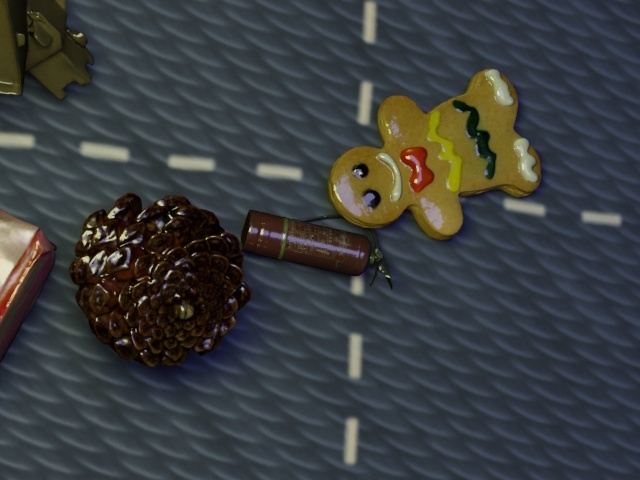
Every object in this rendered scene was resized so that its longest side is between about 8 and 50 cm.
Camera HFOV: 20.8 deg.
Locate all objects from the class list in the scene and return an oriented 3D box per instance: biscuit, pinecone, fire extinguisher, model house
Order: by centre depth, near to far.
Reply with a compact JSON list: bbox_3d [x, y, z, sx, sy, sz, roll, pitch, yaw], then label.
[{"bbox_3d":[-0.328,-0.215,1.642,0.204,0.211,0.243,-30,126,22],"label":"model house"},{"bbox_3d":[-0.163,0.028,1.650,0.163,0.165,0.163,-15,120,-29],"label":"pinecone"},{"bbox_3d":[0.000,0.000,1.753,0.157,0.045,0.078,12,57,-12],"label":"fire extinguisher"},{"bbox_3d":[0.117,-0.082,1.787,0.240,0.035,0.158,-24,87,-23],"label":"biscuit"}]

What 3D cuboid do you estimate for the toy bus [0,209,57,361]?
[{"bbox_3d":[-0.361,0.102,1.594,0.127,0.147,0.303,29,75,-3],"label":"toy bus"}]
